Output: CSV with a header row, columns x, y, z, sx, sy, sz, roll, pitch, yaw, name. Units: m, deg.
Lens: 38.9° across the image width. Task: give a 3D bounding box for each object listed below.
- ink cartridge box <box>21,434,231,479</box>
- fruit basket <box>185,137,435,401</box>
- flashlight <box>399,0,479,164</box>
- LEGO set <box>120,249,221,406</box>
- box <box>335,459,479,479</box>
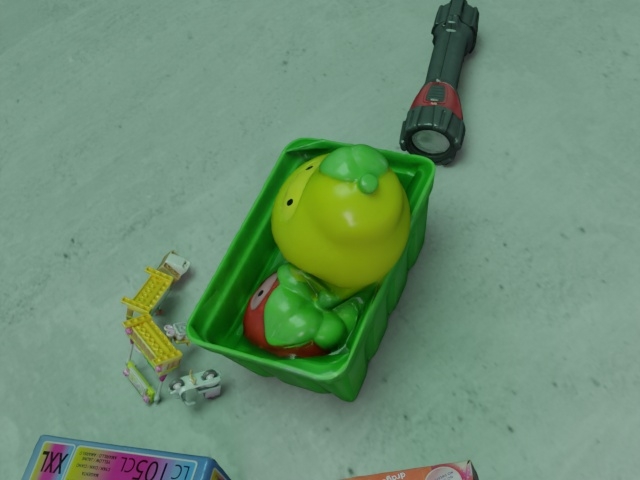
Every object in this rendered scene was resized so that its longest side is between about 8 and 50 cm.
x,y,z,sx,sy,sz,roll,pitch,yaw,name
-0.279,0.460,1.107,0.270,0.151,0.395,1,57,21,ink cartridge box
0.000,0.000,1.206,0.283,0.392,0.392,12,60,27,fruit basket
0.207,-0.265,1.505,0.103,0.103,0.304,-28,35,44,flashlight
-0.248,0.143,1.382,0.132,0.107,0.287,0,41,-24,LEGO set
0.114,0.358,0.939,0.154,0.300,0.142,-11,52,11,box
